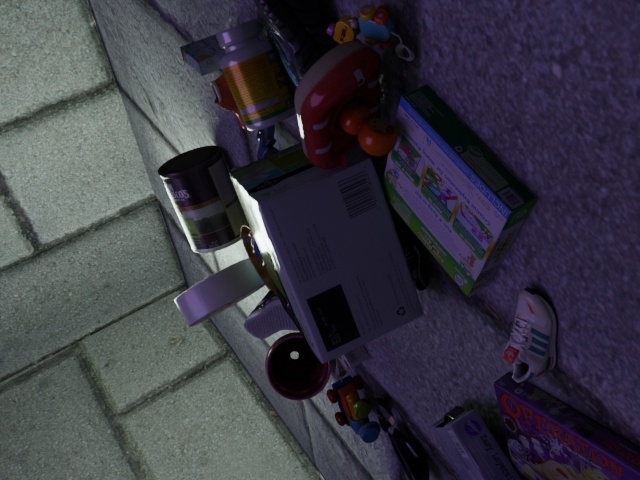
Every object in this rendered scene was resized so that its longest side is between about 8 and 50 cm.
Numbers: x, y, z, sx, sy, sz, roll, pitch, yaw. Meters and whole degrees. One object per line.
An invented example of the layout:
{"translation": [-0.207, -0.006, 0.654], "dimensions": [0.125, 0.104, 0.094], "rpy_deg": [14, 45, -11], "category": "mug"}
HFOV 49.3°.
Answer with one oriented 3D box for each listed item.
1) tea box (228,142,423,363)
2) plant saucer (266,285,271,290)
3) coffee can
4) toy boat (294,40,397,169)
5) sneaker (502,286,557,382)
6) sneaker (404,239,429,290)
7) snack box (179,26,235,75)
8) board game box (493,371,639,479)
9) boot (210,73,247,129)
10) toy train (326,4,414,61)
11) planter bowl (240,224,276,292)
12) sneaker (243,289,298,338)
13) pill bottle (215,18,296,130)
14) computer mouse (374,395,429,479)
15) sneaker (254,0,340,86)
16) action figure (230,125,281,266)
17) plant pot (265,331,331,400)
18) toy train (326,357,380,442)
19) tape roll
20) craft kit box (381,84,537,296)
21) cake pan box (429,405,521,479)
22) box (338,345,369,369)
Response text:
{"translation": [0.000, 0.000, 1.351], "dimensions": [0.329, 0.220, 0.323], "rpy_deg": [70, 169, -21], "category": "tea box"}
{"translation": [-0.166, 0.081, 2.213], "dimensions": [0.195, 0.037, 0.195], "rpy_deg": [51, 158, 29], "category": "plant saucer"}
{"translation": [-0.356, -0.128, 2.163], "dimensions": [0.201, 0.201, 0.275], "rpy_deg": [27, 141, 58], "category": "coffee can"}
{"translation": [0.055, -0.187, 1.072], "dimensions": [0.151, 0.151, 0.231], "rpy_deg": [41, 163, 24], "category": "toy boat"}
{"translation": [0.312, 0.150, 1.056], "dimensions": [0.057, 0.075, 0.161], "rpy_deg": [35, 148, 52], "category": "sneaker"}
{"translation": [0.173, 0.045, 1.318], "dimensions": [0.044, 0.040, 0.109], "rpy_deg": [37, 148, 54], "category": "sneaker"}
{"translation": [-0.223, -0.417, 1.535], "dimensions": [0.100, 0.141, 0.037], "rpy_deg": [43, 152, 43], "category": "snack box"}
{"translation": [0.426, 0.369, 1.115], "dimensions": [0.347, 0.056, 0.208], "rpy_deg": [28, 137, 58], "category": "board game box"}
{"translation": [-0.218, -0.335, 1.720], "dimensions": [0.059, 0.084, 0.158], "rpy_deg": [28, 143, 55], "category": "boot"}
{"translation": [0.081, -0.306, 1.083], "dimensions": [0.125, 0.046, 0.166], "rpy_deg": [44, 157, -20], "category": "toy train"}
{"translation": [-0.137, 0.033, 1.997], "dimensions": [0.217, 0.090, 0.217], "rpy_deg": [49, 156, 30], "category": "planter bowl"}
{"translation": [-0.103, 0.200, 2.096], "dimensions": [0.321, 0.127, 0.126], "rpy_deg": [-19, 117, 46], "category": "sneaker"}
{"translation": [-0.138, -0.345, 1.458], "dimensions": [0.117, 0.117, 0.208], "rpy_deg": [16, 131, 64], "category": "pill bottle"}
{"translation": [0.220, 0.521, 1.814], "dimensions": [0.262, 0.060, 0.184], "rpy_deg": [-121, 12, -45], "category": "computer mouse"}
{"translation": [-0.053, -0.380, 1.193], "dimensions": [0.341, 0.125, 0.139], "rpy_deg": [69, 164, -12], "category": "sneaker"}
{"translation": [-0.101, -0.118, 1.698], "dimensions": [0.330, 0.178, 0.341], "rpy_deg": [15, 104, 55], "category": "action figure"}
{"translation": [-0.074, 0.379, 2.182], "dimensions": [0.201, 0.201, 0.180], "rpy_deg": [63, 176, -4], "category": "plant pot"}
{"translation": [0.088, 0.435, 1.929], "dimensions": [0.143, 0.105, 0.248], "rpy_deg": [40, 151, 59], "category": "toy train"}
{"translation": [-0.316, 0.164, 2.218], "dimensions": [0.100, 0.286, 0.286], "rpy_deg": [59, 160, 4], "category": "tape roll"}
{"translation": [0.198, -0.070, 1.084], "dimensions": [0.250, 0.061, 0.246], "rpy_deg": [53, 156, 24], "category": "craft kit box"}
{"translation": [0.325, 0.461, 1.391], "dimensions": [0.267, 0.070, 0.246], "rpy_deg": [57, 169, 14], "category": "cake pan box"}
{"translation": [0.019, 0.189, 1.856], "dimensions": [0.324, 0.067, 0.063], "rpy_deg": [59, 160, 5], "category": "box"}
